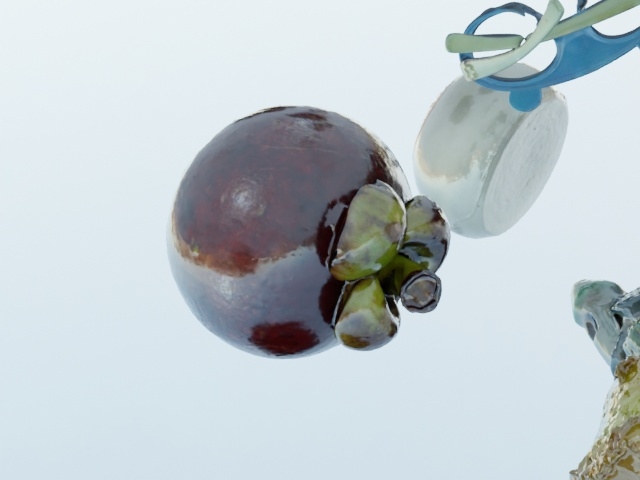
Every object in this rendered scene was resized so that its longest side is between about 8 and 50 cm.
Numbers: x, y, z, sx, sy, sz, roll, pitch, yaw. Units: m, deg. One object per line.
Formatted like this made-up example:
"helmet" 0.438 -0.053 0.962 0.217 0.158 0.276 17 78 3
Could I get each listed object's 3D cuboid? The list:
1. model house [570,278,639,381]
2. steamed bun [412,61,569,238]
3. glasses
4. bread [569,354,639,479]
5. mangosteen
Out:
"model house" 0.452 0.058 2.181 0.298 0.243 0.284 -26 -140 -2
"steamed bun" 0.198 -0.123 2.335 0.145 0.232 0.232 30 -132 26
"glasses" 0.221 -0.223 1.846 0.239 0.102 0.207 -22 160 24
"bread" 0.311 0.202 1.713 0.147 0.261 0.160 9 -127 21
"mangosteen" 0.000 0.000 1.504 0.215 0.215 0.257 -34 -146 -31
